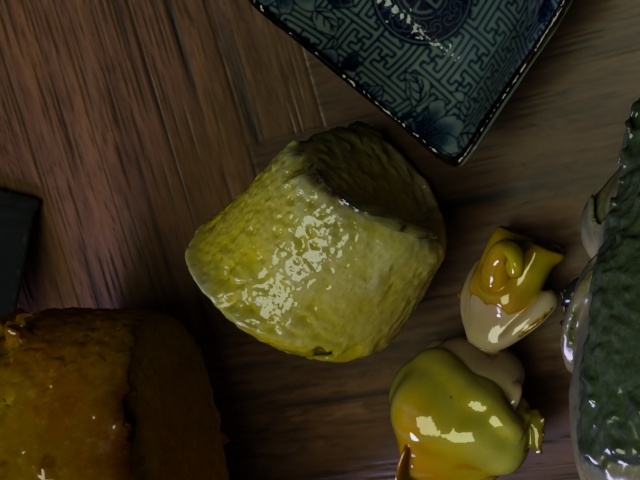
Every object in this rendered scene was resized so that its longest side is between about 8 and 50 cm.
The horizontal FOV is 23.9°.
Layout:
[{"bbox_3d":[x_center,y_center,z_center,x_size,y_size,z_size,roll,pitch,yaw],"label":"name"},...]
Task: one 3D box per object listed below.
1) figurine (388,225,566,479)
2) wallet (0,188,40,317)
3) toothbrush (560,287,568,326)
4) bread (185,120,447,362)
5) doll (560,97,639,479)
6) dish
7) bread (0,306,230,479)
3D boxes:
[{"bbox_3d":[0.130,0.111,1.268,0.156,0.131,0.246,26,104,44],"label":"figurine"},{"bbox_3d":[-0.444,0.055,1.585,0.323,0.041,0.247,8,86,26],"label":"wallet"},{"bbox_3d":[0.376,0.057,1.152,0.413,0.035,0.042,-1,101,30],"label":"toothbrush"},{"bbox_3d":[0.001,0.004,1.263,0.197,0.197,0.170,42,116,13],"label":"bread"},{"bbox_3d":[0.277,0.046,1.069,0.247,0.247,0.349,6,82,29],"label":"doll"},{"bbox_3d":[0.080,-0.202,1.223,0.243,0.080,0.182,41,120,16],"label":"dish"},{"bbox_3d":[-0.196,0.235,1.359,0.204,0.337,0.358,-10,79,19],"label":"bread"}]
